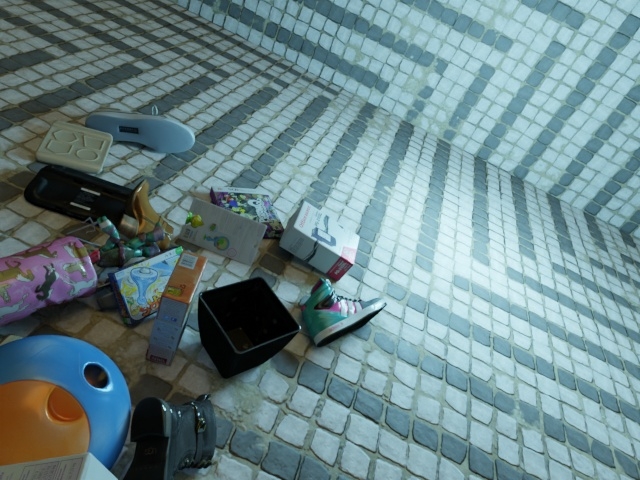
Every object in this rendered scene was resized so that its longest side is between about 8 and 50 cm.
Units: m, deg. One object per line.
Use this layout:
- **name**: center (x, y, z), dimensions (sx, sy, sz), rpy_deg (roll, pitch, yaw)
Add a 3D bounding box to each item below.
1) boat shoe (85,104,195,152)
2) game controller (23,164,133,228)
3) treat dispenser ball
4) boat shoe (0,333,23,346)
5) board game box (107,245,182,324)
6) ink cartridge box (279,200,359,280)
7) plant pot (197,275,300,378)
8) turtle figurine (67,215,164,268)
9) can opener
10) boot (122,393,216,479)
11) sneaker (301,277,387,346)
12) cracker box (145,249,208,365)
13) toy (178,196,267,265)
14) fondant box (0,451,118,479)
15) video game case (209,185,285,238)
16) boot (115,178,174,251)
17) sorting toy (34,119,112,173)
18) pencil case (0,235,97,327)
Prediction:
- **boat shoe**: center (-0.643, -0.418, 1.768), dimensions (0.367, 0.135, 0.156), rpy_deg (4, 37, -13)
- **game controller**: center (-0.685, -0.125, 1.432), dimensions (0.319, 0.067, 0.166), rpy_deg (19, 51, -10)
- **treat dispenser ball**: center (-0.473, 0.305, 0.818), dimensions (0.288, 0.288, 0.288), rpy_deg (17, 37, -13)
- **boat shoe**: center (-0.623, 0.286, 0.918), dimensions (0.095, 0.095, 0.257), rpy_deg (28, 35, -9)
- **board game box**: center (-0.424, 0.110, 1.237), dimensions (0.035, 0.136, 0.201), rpy_deg (-2, 18, 38)
- **ink cartridge box**: center (0.000, 0.000, 1.630), dimensions (0.237, 0.100, 0.172), rpy_deg (32, 35, -11)
- **plant pot**: center (-0.196, 0.228, 1.196), dimensions (0.188, 0.167, 0.187), rpy_deg (-13, 51, -43)
- **turtle figurine**: center (-0.533, 0.017, 1.260), dimensions (0.234, 0.175, 0.118), rpy_deg (-10, 71, -39)
- **can opener**: center (-0.460, 0.105, 1.285), dimensions (0.283, 0.076, 0.095), rpy_deg (-20, 88, -46)
- **boot**: center (-0.264, 0.416, 0.911), dimensions (0.091, 0.229, 0.263), rpy_deg (-4, 67, 16)
- **sneaker**: center (0.054, 0.187, 1.453), dimensions (0.295, 0.124, 0.178), rpy_deg (-16, 63, -42)
- **cracker box**: center (-0.337, 0.159, 1.134), dimensions (0.067, 0.232, 0.155), rpy_deg (19, 36, -9)
- **toy**: center (-0.302, -0.029, 1.509), dimensions (0.237, 0.137, 0.056), rpy_deg (21, 4, -11)
- **fondant box**: center (-0.426, 0.405, 0.655), dimensions (0.330, 0.238, 0.096), rpy_deg (-10, 41, 1)
- **video game case**: center (-0.254, -0.098, 1.672), dimensions (0.210, 0.042, 0.232), rpy_deg (1, 43, -29)
- **boot**: center (-0.496, -0.071, 1.420), dimensions (0.152, 0.073, 0.197), rpy_deg (29, 57, -30)
- **sorting toy**: center (-0.802, -0.302, 1.592), dimensions (0.193, 0.038, 0.208), rpy_deg (12, 43, -20)
- **pencil case**: center (-0.681, 0.118, 1.024), dimensions (0.160, 0.167, 0.386), rpy_deg (21, 30, 30)
